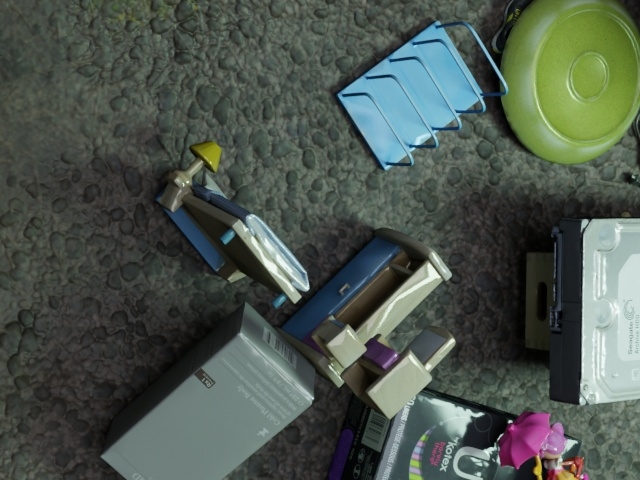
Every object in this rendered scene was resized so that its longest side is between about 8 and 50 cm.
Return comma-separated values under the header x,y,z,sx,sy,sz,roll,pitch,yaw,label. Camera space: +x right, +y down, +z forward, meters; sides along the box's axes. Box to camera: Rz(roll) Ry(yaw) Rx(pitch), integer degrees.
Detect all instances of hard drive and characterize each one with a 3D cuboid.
x,y,z,sx,sy,sz,roll,pitch,yaw,label
0.438,0.085,1.845,0.339,0.064,0.237,0,92,-36,hard drive

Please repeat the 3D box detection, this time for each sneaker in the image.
x,y,z,sx,sy,sz,roll,pitch,yaw,label
0.255,-0.282,1.848,0.031,0.035,0.083,25,85,-21,sneaker

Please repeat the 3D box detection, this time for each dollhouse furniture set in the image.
x,y,z,sx,sy,sz,roll,pitch,yaw,label
0.000,0.000,1.642,0.198,0.286,0.303,-45,118,-12,dollhouse furniture set

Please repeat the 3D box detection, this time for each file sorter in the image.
x,y,z,sx,sy,sz,roll,pitch,yaw,label
0.132,-0.183,1.774,0.170,0.104,0.118,-38,106,-14,file sorter

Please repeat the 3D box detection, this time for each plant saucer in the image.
x,y,z,sx,sy,sz,roll,pitch,yaw,label
0.345,-0.218,1.866,0.241,0.037,0.241,-5,100,-27,plant saucer

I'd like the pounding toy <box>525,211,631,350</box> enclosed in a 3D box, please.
x,y,z,sx,sy,sz,roll,pitch,yaw,label
0.372,0.051,1.892,0.206,0.094,0.181,-1,92,-37,pounding toy

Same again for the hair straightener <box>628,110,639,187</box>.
x,y,z,sx,sy,sz,roll,pitch,yaw,label
0.469,-0.094,1.934,0.089,0.047,0.230,-3,97,-20,hair straightener

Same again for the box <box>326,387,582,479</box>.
x,y,z,sx,sy,sz,roll,pitch,yaw,label
0.169,0.285,1.802,0.270,0.143,0.165,18,88,-21,box

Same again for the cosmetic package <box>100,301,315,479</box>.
x,y,z,sx,sy,sz,roll,pitch,yaw,label
-0.131,0.200,1.658,0.127,0.107,0.238,43,104,-13,cosmetic package

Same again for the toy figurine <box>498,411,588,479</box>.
x,y,z,sx,sy,sz,roll,pitch,yaw,label
0.281,0.283,1.719,0.173,0.130,0.159,-13,89,-42,toy figurine
